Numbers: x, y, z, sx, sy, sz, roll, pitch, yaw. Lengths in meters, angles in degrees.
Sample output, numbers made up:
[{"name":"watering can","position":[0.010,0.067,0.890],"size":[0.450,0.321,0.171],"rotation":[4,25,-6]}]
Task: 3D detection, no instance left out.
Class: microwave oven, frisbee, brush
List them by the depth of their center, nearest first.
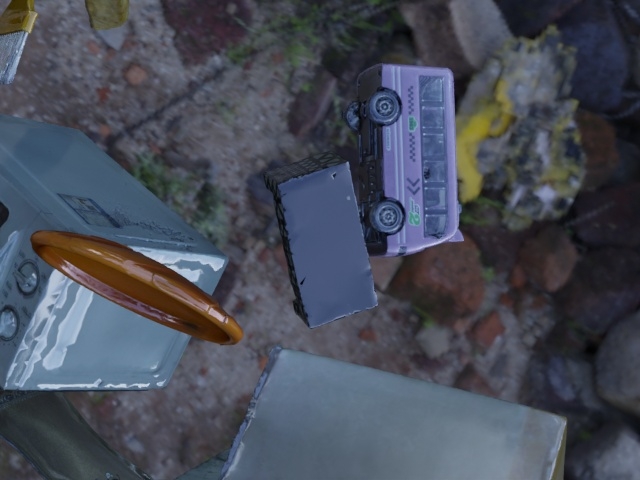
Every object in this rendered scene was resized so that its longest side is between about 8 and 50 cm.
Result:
[{"name":"frisbee","position":[-0.147,0.032,1.001],"size":[0.192,0.192,0.035],"rotation":[36,72,-40]},{"name":"brush","position":[-0.272,-0.276,1.188],"size":[0.013,0.103,0.272],"rotation":[26,81,-32]},{"name":"microwave oven","position":[-0.283,0.012,1.232],"size":[0.237,0.295,0.181],"rotation":[10,112,-51]}]

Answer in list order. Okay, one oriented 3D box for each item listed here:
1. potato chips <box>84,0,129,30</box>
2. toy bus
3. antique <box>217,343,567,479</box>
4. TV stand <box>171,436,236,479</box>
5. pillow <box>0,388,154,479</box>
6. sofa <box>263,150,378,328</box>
[{"name":"potato chips","position":[-0.270,-0.348,1.481],"size":[0.057,0.080,0.407],"rotation":[-2,158,-4]},{"name":"toy bus","position":[0.089,-0.082,1.276],"size":[0.108,0.096,0.199],"rotation":[-2,89,-17]},{"name":"antique","position":[0.031,0.151,0.493],"size":[0.152,0.147,0.147],"rotation":[77,28,-53]},{"name":"TV stand","position":[-0.042,0.163,0.850],"size":[0.256,0.048,0.040],"rotation":[-13,120,-69]},{"name":"pillow","position":[-0.270,0.219,1.278],"size":[0.033,0.217,0.130],"rotation":[-55,161,22]},{"name":"sofa","position":[0.000,0.000,0.886],"size":[0.060,0.039,0.118],"rotation":[-19,112,-15]}]
